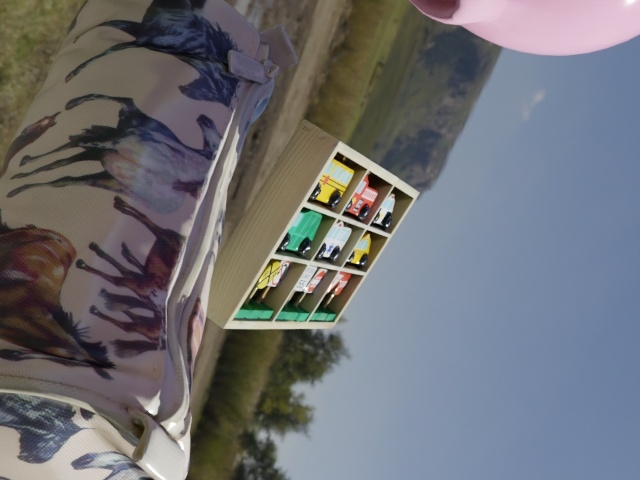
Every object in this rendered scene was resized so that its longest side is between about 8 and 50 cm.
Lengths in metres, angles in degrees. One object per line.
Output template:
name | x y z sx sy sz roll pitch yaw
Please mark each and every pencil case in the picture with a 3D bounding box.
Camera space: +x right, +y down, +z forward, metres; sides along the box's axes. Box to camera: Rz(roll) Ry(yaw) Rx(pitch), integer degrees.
pencil case | -0.130 -0.018 0.586 0.160 0.184 0.410 56 28 -38

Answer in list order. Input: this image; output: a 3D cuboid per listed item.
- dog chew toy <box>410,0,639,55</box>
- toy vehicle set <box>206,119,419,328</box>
dog chew toy | 0.158 -0.191 0.335 0.332 0.206 0.206 -40 172 -14
toy vehicle set | 0.000 0.000 0.778 0.166 0.035 0.267 -58 161 6
